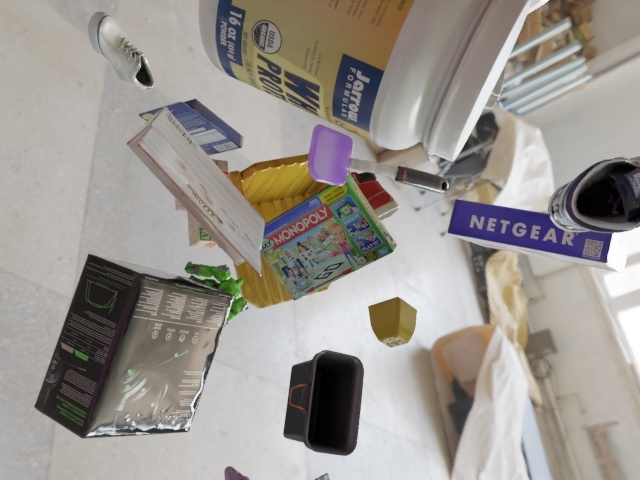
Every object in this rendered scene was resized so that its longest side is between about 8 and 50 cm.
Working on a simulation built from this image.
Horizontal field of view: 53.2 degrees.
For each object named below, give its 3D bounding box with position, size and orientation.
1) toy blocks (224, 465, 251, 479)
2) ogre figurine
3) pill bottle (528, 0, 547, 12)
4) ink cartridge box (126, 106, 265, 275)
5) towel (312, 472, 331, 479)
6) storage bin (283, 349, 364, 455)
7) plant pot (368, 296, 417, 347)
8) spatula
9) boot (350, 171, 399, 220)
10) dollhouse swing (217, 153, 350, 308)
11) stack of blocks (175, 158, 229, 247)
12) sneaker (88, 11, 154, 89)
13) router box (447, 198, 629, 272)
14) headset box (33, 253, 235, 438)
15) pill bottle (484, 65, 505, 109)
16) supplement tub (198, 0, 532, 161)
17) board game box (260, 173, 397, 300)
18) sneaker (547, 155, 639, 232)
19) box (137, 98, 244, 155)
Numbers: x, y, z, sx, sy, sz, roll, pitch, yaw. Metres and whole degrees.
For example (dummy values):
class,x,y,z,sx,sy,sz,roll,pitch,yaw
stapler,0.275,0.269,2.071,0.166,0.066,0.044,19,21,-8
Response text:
class,x,y,z,sx,sy,sz,roll,pitch,yaw
toy blocks,-0.270,0.563,1.160,0.309,0.288,0.260,-12,49,-38
ogre figurine,-0.266,0.133,1.668,0.097,0.118,0.196,-21,94,-69
pill bottle,0.235,-0.376,0.911,0.153,0.265,0.153,48,25,-32
ink cartridge box,-0.216,-0.078,1.126,0.296,0.066,0.261,50,13,-20
towel,-0.038,0.813,1.779,0.336,0.040,0.243,5,69,-60
storage bin,-0.008,0.227,0.896,0.098,0.091,0.135,18,67,-29
plant pot,0.157,0.183,1.380,0.081,0.081,0.083,36,44,-38
spatula,0.100,-0.113,1.034,0.297,0.030,0.084,10,92,-32
boot,0.095,-0.114,1.938,0.244,0.088,0.176,-28,73,-24
dollhouse swing,-0.076,-0.022,1.734,0.347,0.315,0.304,-13,72,-28
stack of blocks,-0.401,-0.129,2.182,0.171,0.087,0.296,3,75,-36
sneaker,-0.480,-0.467,1.581,0.258,0.091,0.094,65,46,-72
router box,0.499,-0.008,1.449,0.301,0.336,0.082,12,91,-58
headset box,-0.306,0.192,1.082,0.246,0.131,0.282,22,84,-58
pill bottle,0.267,-0.355,1.371,0.230,0.131,0.131,12,39,-2
supplement tub,0.049,-0.241,0.723,0.316,0.228,0.228,27,24,11
board game box,0.000,0.000,1.588,0.213,0.317,0.046,55,30,-11
sneaker,0.434,-0.084,0.804,0.099,0.282,0.153,67,14,5
box,-0.298,-0.266,1.489,0.225,0.137,0.036,33,55,-56
